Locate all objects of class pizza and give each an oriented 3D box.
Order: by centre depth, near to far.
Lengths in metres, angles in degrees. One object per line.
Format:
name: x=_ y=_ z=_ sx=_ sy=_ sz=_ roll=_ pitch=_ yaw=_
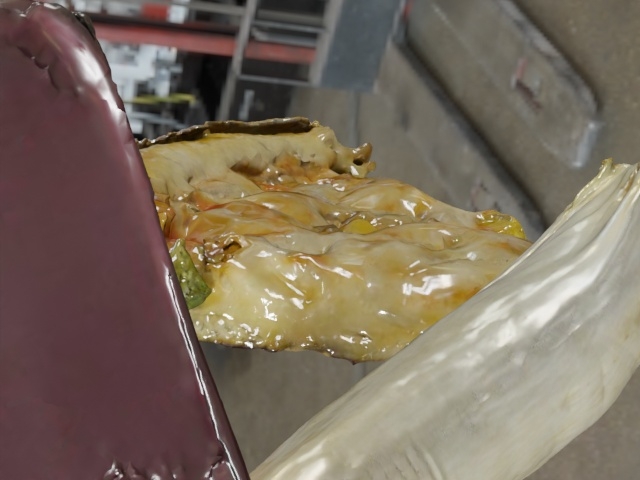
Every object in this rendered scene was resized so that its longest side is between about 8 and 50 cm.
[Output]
pizza: x=-0.030 y=-0.008 z=0.860 sx=0.435 sy=0.392 sz=0.080 roll=28 pitch=114 yaw=49

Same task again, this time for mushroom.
mushroom: x=0.066 y=0.083 z=0.599 sx=0.095 sy=0.351 sz=0.122 roll=34 pitch=147 yaw=28

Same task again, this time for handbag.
handbag: x=-0.125 y=0.062 z=0.292 sx=0.074 sy=0.216 sz=0.203 roll=-3 pitch=112 yaw=50
